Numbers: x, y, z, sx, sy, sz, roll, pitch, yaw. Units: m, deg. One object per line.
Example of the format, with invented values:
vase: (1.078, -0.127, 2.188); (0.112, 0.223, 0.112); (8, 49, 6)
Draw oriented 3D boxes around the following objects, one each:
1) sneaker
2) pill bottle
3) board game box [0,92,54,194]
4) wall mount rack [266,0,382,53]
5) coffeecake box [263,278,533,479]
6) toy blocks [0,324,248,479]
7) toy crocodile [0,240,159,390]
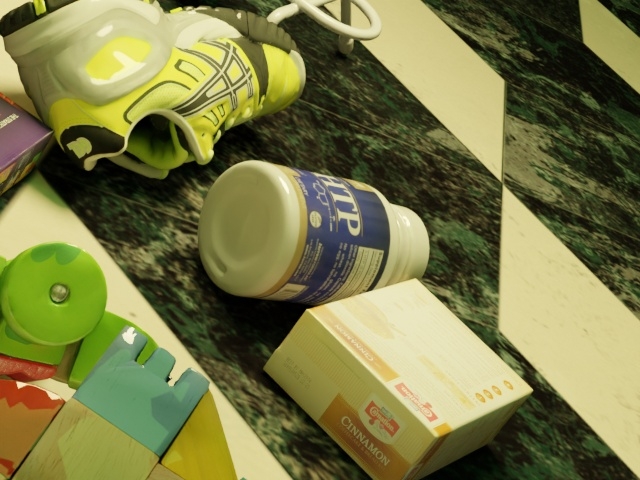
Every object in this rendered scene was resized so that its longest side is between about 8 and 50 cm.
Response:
sneaker: (-0.135, -0.124, 1.454); (0.385, 0.145, 0.147); (-3, 75, -59)
pill bottle: (0.000, 0.000, 1.384); (0.187, 0.112, 0.112); (9, 35, -46)
board game box: (-0.294, -0.083, 1.225); (0.141, 0.048, 0.170); (34, 24, 0)
wall mount rack: (-0.079, -0.297, 1.827); (0.350, 0.130, 0.304); (40, 28, 11)
coffeecake box: (0.066, 0.111, 1.316); (0.142, 0.068, 0.185); (44, 25, 18)
toy blocks: (-0.114, 0.160, 0.714); (0.381, 0.190, 0.261); (34, 50, -1)
toy crocodile: (-0.246, 0.027, 1.031); (0.341, 0.105, 0.115); (27, -16, -18)
